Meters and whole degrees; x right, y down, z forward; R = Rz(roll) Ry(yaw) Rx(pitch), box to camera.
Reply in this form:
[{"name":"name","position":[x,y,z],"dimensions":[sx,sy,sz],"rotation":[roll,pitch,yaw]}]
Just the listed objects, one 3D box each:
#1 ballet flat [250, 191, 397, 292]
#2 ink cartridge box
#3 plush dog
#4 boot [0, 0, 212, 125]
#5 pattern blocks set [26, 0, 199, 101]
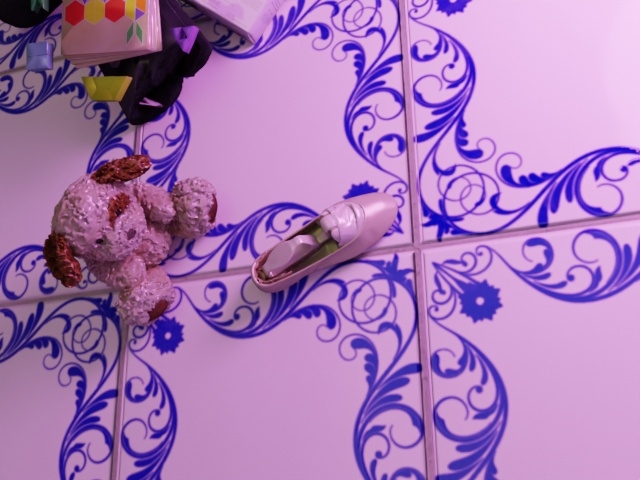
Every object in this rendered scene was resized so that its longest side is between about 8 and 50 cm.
[{"name":"ballet flat","position":[0.000,0.000,1.145],"dimensions":[0.248,0.086,0.086],"rotation":[-33,63,8]},{"name":"ink cartridge box","position":[-0.133,-0.491,1.353],"dimensions":[0.189,0.066,0.232],"rotation":[33,85,10]},{"name":"plush dog","position":[-0.317,-0.025,1.203],"dimensions":[0.210,0.225,0.262],"rotation":[26,83,28]},{"name":"boot","position":[-0.421,-0.393,1.420],"dimensions":[0.445,0.146,0.367],"rotation":[52,134,10]},{"name":"pattern blocks set","position":[-0.340,-0.368,1.261],"dimensions":[0.325,0.026,0.285],"rotation":[10,92,19]}]
